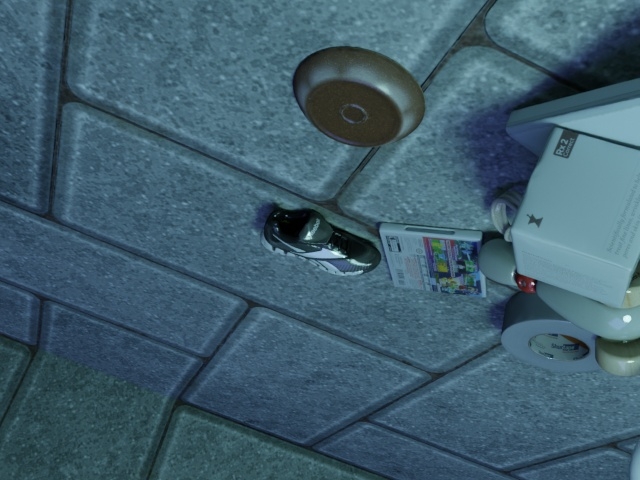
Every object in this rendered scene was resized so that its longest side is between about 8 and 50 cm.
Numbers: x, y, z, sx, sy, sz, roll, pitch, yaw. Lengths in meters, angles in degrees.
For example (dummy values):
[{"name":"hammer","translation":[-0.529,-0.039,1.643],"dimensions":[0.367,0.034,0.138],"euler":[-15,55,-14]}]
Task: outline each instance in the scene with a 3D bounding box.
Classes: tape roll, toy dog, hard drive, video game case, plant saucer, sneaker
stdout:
[{"name":"tape roll","translation":[0.462,0.175,1.471],"dimensions":[0.219,0.072,0.219],"euler":[12,150,7]},{"name":"toy dog","translation":[0.414,0.056,1.199],"dimensions":[0.334,0.160,0.220],"euler":[49,150,35]},{"name":"hard drive","translation":[0.401,-0.121,0.942],"dimensions":[0.203,0.040,0.307],"euler":[30,167,-21]},{"name":"video game case","translation":[0.213,0.038,1.419],"dimensions":[0.183,0.023,0.201],"euler":[6,147,19]},{"name":"plant saucer","translation":[0.051,-0.194,1.104],"dimensions":[0.198,0.036,0.199],"euler":[13,151,8]},{"name":"sneaker","translation":[0.000,0.000,1.407],"dimensions":[0.234,0.078,0.106],"euler":[16,153,5]}]

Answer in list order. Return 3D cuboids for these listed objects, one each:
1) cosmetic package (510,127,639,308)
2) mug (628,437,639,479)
[{"name":"cosmetic package","translation":[0.348,-0.025,0.994],"dimensions":[0.151,0.151,0.184],"euler":[21,169,23]},{"name":"mug","translation":[0.589,0.245,1.082],"dimensions":[0.276,0.374,0.328],"euler":[44,171,51]}]
